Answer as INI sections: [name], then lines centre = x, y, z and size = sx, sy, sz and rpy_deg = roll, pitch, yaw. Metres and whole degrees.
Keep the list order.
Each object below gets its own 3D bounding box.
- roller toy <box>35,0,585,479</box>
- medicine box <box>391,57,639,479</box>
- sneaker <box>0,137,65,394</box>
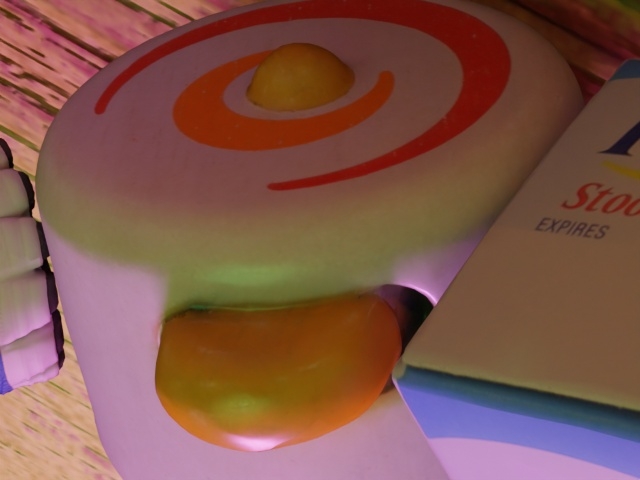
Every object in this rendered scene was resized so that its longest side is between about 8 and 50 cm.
[roller toy]
centre = 0.000, 0.000, 0.603
size = 0.191, 0.209, 0.146
rpy_deg = 24, 135, 44
[medicine box]
centre = 0.207, 0.102, 0.494
size = 0.263, 0.149, 0.289
rpy_deg = 9, 141, 45
[sneaker]
centre = -0.237, -0.038, 0.682
size = 0.330, 0.147, 0.129
rpy_deg = 41, 143, 41
